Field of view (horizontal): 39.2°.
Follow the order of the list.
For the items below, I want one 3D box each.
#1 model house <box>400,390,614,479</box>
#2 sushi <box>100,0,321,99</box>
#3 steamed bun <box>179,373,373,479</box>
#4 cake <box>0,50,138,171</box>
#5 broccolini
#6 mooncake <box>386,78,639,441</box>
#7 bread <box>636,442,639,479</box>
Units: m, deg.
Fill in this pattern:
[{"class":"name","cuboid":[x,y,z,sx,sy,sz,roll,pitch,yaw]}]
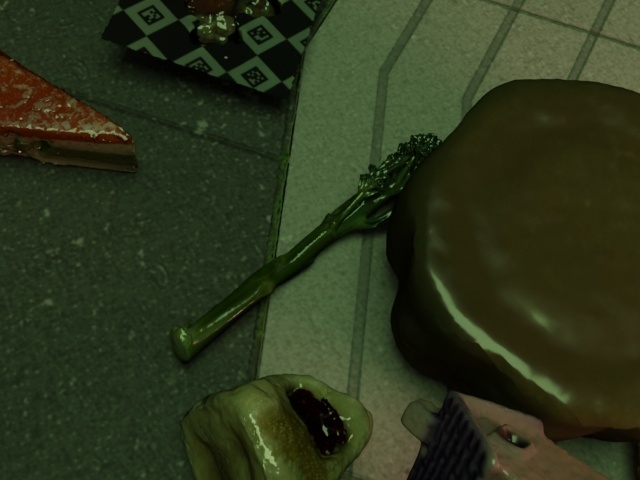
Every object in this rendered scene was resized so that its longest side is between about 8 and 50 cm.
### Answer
[{"class":"model house","cuboid":[0.116,0.273,0.761,0.237,0.237,0.202,32,26,30]},{"class":"sushi","cuboid":[-0.126,-0.280,1.129,0.231,0.047,0.220,18,60,-3]},{"class":"steamed bun","cuboid":[-0.031,0.195,0.870,0.155,0.172,0.141,-17,78,-33]},{"class":"cake","cuboid":[-0.313,-0.151,1.023,0.220,0.086,0.117,4,67,-4]},{"class":"broccolini","cuboid":[-0.004,-0.003,0.992,0.392,0.074,0.078,-38,38,-24]},{"class":"mooncake","cuboid":[0.250,0.030,0.939,0.378,0.201,0.379,3,67,-6]},{"class":"bread","cuboid":[0.450,0.248,0.900,0.239,0.139,0.240,4,66,-9]}]
